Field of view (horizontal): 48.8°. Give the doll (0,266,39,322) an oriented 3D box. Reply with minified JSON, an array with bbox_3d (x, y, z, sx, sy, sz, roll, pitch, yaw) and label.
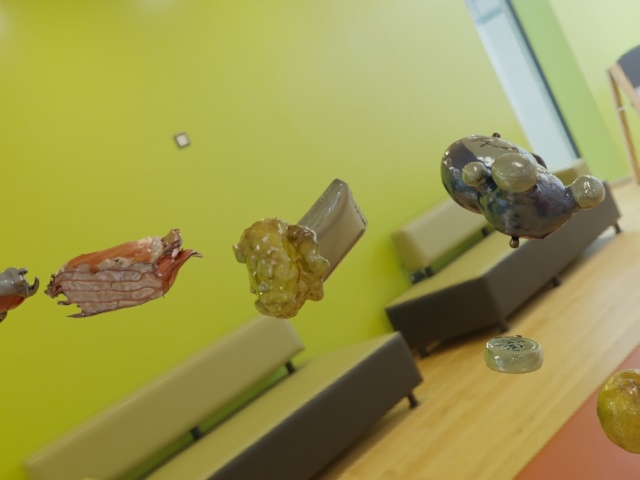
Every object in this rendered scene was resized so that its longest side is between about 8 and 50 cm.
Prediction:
[{"bbox_3d":[-0.568,0.104,1.244,0.104,0.062,0.195,27,-54,-38],"label":"doll"}]

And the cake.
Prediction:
[{"bbox_3d":[-0.354,0.065,1.245,0.287,0.098,0.135,-20,27,3],"label":"cake"}]

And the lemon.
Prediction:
[{"bbox_3d":[0.687,0.369,1.527,0.170,0.207,0.170,-20,31,13],"label":"lemon"}]

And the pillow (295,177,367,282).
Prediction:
[{"bbox_3d":[0.000,0.000,2.041,0.322,0.120,0.255,-49,-34,-9],"label":"pillow"}]

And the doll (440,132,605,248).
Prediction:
[{"bbox_3d":[0.310,-0.099,1.169,0.228,0.154,0.258,8,28,-21],"label":"doll"}]

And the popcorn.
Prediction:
[{"bbox_3d":[-0.073,0.045,1.306,0.156,0.197,0.197,-26,5,-18],"label":"popcorn"}]

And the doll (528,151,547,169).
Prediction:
[{"bbox_3d":[0.419,-0.152,1.552,0.179,0.088,0.102,8,23,45],"label":"doll"}]

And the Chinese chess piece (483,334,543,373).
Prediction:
[{"bbox_3d":[0.280,0.166,1.024,0.084,0.034,0.084,-4,10,1],"label":"Chinese chess piece"}]
